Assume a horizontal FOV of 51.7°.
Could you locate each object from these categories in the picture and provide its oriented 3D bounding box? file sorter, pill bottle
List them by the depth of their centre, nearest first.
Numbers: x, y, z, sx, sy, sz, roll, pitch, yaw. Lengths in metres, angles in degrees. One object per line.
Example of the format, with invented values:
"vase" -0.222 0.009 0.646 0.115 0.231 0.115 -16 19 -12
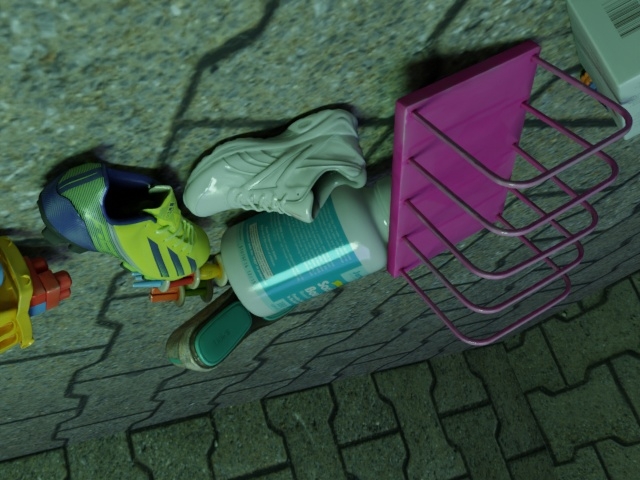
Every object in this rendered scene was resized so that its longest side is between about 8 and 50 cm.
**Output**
"file sorter" 0.218 -0.043 0.800 0.202 0.182 0.291 -27 142 -20
"pill bottle" 0.000 0.000 0.956 0.264 0.146 0.146 -24 159 13

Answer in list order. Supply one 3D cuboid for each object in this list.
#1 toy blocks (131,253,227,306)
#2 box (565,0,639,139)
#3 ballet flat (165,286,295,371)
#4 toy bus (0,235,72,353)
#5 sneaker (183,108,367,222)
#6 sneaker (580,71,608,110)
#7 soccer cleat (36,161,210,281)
"toy blocks" -0.237 0.069 1.057 0.148 0.054 0.123 -4 154 -34
"box" 0.354 -0.213 0.745 0.091 0.130 0.170 -27 158 20
"ballet flat" -0.143 0.118 1.122 0.106 0.108 0.316 -18 -172 39
"toy bus" -0.412 0.066 0.800 0.211 0.149 0.220 -23 161 -29
"sneaker" -0.052 -0.067 0.784 0.232 0.115 0.090 -22 159 8
"sneaker" 0.446 -0.197 0.925 0.221 0.087 0.083 -2 154 -37
"soccer cleat" -0.206 -0.019 0.810 0.121 0.093 0.289 -28 157 17
